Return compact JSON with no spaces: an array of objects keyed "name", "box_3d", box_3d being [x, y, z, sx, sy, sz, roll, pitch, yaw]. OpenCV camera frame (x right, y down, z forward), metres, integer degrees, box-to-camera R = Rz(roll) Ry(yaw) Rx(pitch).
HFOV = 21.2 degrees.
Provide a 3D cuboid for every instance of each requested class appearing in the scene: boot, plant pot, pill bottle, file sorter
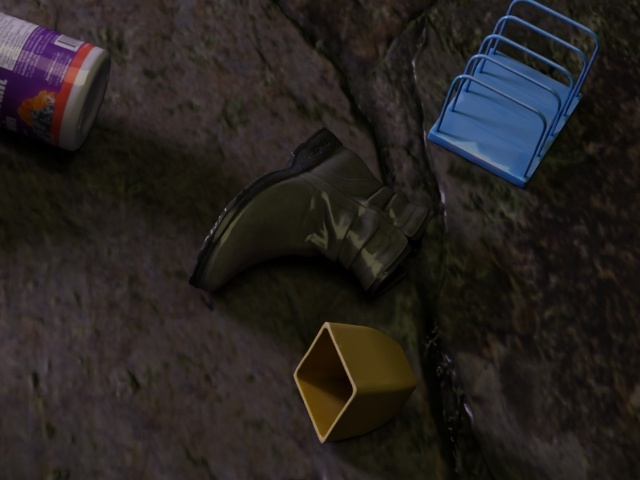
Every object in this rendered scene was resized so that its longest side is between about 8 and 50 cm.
[{"name":"boot","box_3d":[0.000,0.000,1.658,0.161,0.083,0.246,39,52,11]},{"name":"plant pot","box_3d":[0.038,0.128,1.557,0.083,0.081,0.081,1,49,-31]},{"name":"pill bottle","box_3d":[-0.315,-0.168,1.693,0.193,0.108,0.108,19,48,2]},{"name":"file sorter","box_3d":[0.214,-0.165,1.840,0.118,0.104,0.170,29,48,9]}]
